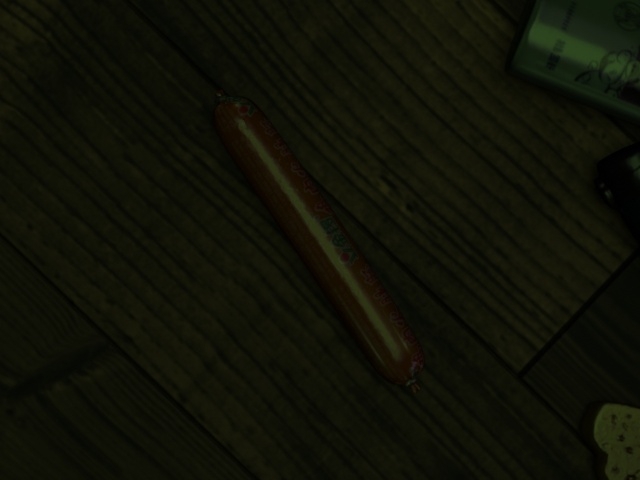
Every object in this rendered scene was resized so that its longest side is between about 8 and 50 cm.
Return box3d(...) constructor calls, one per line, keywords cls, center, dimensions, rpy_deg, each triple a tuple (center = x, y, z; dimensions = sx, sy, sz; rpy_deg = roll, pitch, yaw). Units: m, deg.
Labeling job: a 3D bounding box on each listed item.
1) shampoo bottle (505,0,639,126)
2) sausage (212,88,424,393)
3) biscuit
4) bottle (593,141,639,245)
box3d(cls="shampoo bottle", center=(0.367, -0.160, 1.484), dimensions=(0.359, 0.078, 0.134), rpy_deg=(21, 83, -2))
box3d(cls="sausage", center=(0.000, 0.000, 1.478), dimensions=(0.053, 0.053, 0.348), rpy_deg=(-34, 91, -2))
box3d(cls="biscuit", center=(0.373, 0.221, 1.500), dimensions=(0.238, 0.041, 0.212), rpy_deg=(-29, 85, -2))
box3d(cls="bottle", center=(0.354, 0.015, 1.485), dimensions=(0.082, 0.072, 0.244), rpy_deg=(-31, 91, 15))
